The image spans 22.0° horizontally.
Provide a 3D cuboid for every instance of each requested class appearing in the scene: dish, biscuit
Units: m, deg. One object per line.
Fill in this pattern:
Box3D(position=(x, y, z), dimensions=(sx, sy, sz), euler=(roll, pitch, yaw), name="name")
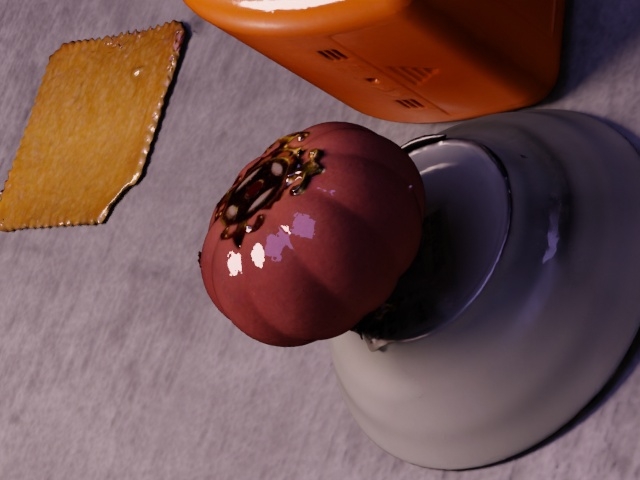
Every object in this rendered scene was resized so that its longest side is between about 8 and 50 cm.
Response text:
Box3D(position=(0.103, 0.015, 1.273), dimensions=(0.316, 0.106, 0.316), euler=(-23, 52, 33), name="dish")
Box3D(position=(-0.248, -0.121, 1.762), dimensions=(0.232, 0.013, 0.236), euler=(-3, 65, 43), name="biscuit")

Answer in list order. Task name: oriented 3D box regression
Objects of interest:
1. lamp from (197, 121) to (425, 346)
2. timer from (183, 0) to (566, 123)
Box3D(position=(0.000, 0.000, 1.210), dimensions=(0.182, 0.140, 0.182), euler=(-33, 31, 23), name="lamp")
Box3D(position=(0.042, -0.197, 1.354), dimensions=(0.250, 0.257, 0.161), euler=(-12, 65, 37), name="timer")
